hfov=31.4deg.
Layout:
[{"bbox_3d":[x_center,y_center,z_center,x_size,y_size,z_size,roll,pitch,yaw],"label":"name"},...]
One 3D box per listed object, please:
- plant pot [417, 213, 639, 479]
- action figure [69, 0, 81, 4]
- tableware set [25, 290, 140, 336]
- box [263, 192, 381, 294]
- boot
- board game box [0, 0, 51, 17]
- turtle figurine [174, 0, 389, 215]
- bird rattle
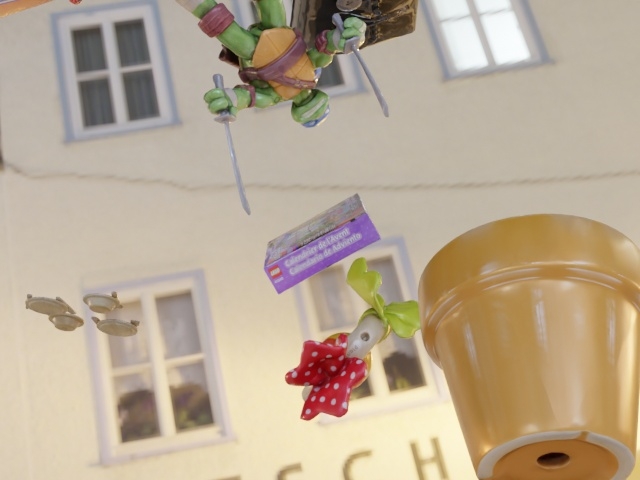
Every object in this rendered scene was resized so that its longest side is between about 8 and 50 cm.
[{"bbox_3d":[0.191,0.113,0.975,0.205,0.187,0.205,0,-39,0],"label":"plant pot"},{"bbox_3d":[-0.223,-0.249,1.079,0.030,0.038,0.115,32,-18,-19],"label":"action figure"},{"bbox_3d":[-0.359,0.111,1.724,0.169,0.020,0.141,3,-26,6],"label":"tableware set"},{"bbox_3d":[0.000,0.000,2.047,0.201,0.057,0.293,-29,8,3],"label":"box"},{"bbox_3d":[-0.026,-0.430,1.706,0.367,0.146,0.445,-1,-15,0],"label":"boot"},{"bbox_3d":[-0.468,-0.446,1.179,0.357,0.356,0.356,-11,-14,24],"label":"board game box"},{"bbox_3d":[-0.054,-0.231,1.369,0.198,0.274,0.266,-25,-65,25],"label":"turtle figurine"},{"bbox_3d":[0.043,0.164,1.560,0.143,0.253,0.207,32,-34,3],"label":"bird rattle"}]
